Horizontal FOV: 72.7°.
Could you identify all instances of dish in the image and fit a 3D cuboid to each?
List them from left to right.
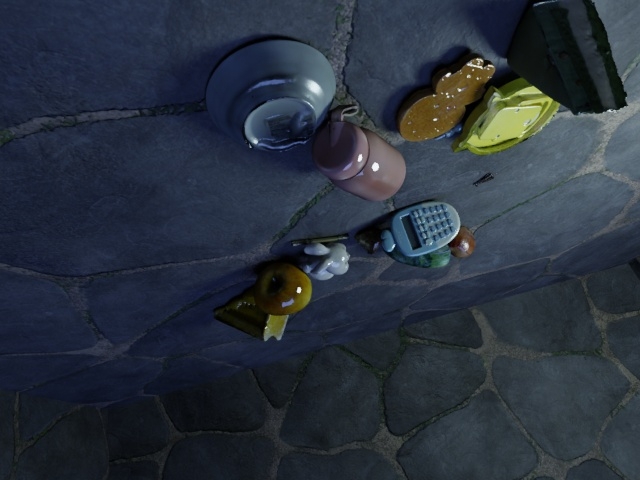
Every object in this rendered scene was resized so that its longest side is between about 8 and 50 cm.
[{"bbox_3d":[-0.100,-0.295,0.997,0.317,0.106,0.316,-13,152,-7],"label":"dish"}]

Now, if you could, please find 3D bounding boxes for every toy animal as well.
[{"bbox_3d":[0.014,0.083,1.708,0.179,0.127,0.193,-5,167,-17],"label":"toy animal"}]

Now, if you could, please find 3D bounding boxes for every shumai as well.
[{"bbox_3d":[0.208,-0.010,1.720,0.105,0.139,0.123,38,95,-22],"label":"shumai"}]

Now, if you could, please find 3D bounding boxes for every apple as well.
[{"bbox_3d":[-0.149,0.204,1.771,0.237,0.236,0.207,-20,155,7],"label":"apple"}]

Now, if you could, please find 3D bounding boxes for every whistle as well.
[{"bbox_3d":[0.382,-0.323,1.280,0.100,0.035,0.035,-23,152,16],"label":"whistle"}]

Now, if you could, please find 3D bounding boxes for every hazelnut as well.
[{"bbox_3d":[0.613,0.004,1.914,0.143,0.143,0.154,-30,133,25],"label":"hazelnut"}]

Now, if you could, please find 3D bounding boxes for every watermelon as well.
[{"bbox_3d":[0.392,0.006,1.769,0.262,0.201,0.213,7,159,14],"label":"watermelon"}]

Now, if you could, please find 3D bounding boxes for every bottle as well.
[{"bbox_3d":[0.098,-0.225,1.142,0.173,0.206,0.297,9,180,32],"label":"bottle"}]

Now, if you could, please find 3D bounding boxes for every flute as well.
[{"bbox_3d":[0.000,0.000,1.684,0.233,0.027,0.027,-8,151,-16],"label":"flute"}]

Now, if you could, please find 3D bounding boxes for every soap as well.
[{"bbox_3d":[-0.308,0.266,1.999,0.339,0.304,0.169,15,177,33],"label":"soap"}]

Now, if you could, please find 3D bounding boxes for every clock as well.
[{"bbox_3d":[0.537,-0.361,1.251,0.294,0.071,0.277,-5,150,-24],"label":"clock"}]

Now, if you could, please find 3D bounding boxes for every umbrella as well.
[{"bbox_3d":[0.607,-0.225,1.602,0.083,0.020,0.031,-30,149,34],"label":"umbrella"}]

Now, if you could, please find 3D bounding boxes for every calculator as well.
[{"bbox_3d":[0.372,-0.042,1.637,0.303,0.188,0.042,-19,173,6],"label":"calculator"}]

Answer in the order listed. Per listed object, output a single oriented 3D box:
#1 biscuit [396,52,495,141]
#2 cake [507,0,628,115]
[{"bbox_3d":[0.324,-0.371,1.152,0.202,0.044,0.288,1,146,-31],"label":"biscuit"},{"bbox_3d":[0.567,-0.388,1.017,0.158,0.283,0.172,-13,169,-5],"label":"cake"}]
